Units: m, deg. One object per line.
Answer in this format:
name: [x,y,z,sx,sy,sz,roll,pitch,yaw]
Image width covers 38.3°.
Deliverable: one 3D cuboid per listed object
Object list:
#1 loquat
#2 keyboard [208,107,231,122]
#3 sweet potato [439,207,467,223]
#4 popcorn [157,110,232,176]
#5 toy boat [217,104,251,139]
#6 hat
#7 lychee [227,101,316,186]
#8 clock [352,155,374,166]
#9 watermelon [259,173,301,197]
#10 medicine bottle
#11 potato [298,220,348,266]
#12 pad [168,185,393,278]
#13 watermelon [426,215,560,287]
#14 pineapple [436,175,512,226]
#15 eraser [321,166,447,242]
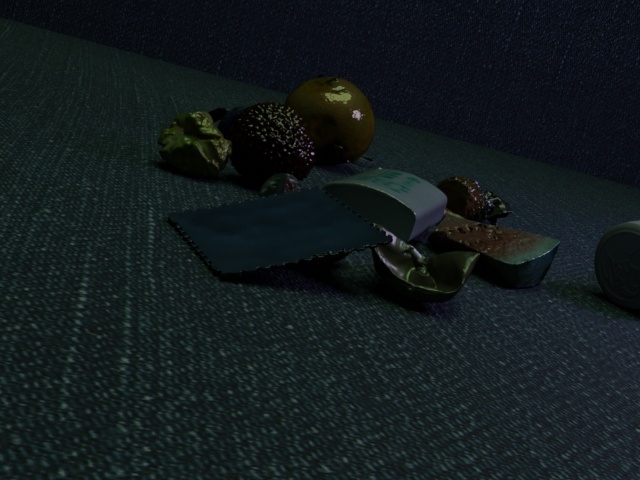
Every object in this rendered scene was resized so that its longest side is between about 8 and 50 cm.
loquat: [0.023,-0.295,2.328,0.244,0.244,0.244,16,14,-4]
keyboard: [-0.271,-0.295,2.234,0.053,0.010,0.155,3,-13,-43]
sweet potato: [0.248,-0.064,2.012,0.195,0.056,0.056,25,16,16]
popcorn: [-0.241,-0.184,1.788,0.145,0.126,0.126,7,-20,39]
toy boat: [-0.191,-0.253,2.168,0.091,0.110,0.175,12,-27,-23]
hat: [0.150,0.059,1.425,0.166,0.144,0.173,18,-30,14]
lychee: [-0.094,-0.187,1.846,0.188,0.188,0.188,16,14,-4]
clock: [0.106,-0.222,2.530,0.085,0.017,0.085,15,13,-4]
watermelon: [-0.079,-0.087,1.763,0.085,0.085,0.061,14,43,-9]
medicine bottle: [0.730,0.040,1.816,0.395,0.242,0.242,-11,28,-37]
potato: [0.000,0.000,1.427,0.091,0.070,0.138,20,14,18]
pad: [-0.066,-0.019,1.367,0.270,0.012,0.269,-11,24,-20]
watermelon: [0.301,0.017,1.717,0.241,0.094,0.154,24,26,34]
pineapple: [0.351,-0.084,2.117,0.111,0.119,0.237,-27,-17,30]
eraser: [0.128,-0.071,1.794,0.189,0.104,0.290,24,16,14]
